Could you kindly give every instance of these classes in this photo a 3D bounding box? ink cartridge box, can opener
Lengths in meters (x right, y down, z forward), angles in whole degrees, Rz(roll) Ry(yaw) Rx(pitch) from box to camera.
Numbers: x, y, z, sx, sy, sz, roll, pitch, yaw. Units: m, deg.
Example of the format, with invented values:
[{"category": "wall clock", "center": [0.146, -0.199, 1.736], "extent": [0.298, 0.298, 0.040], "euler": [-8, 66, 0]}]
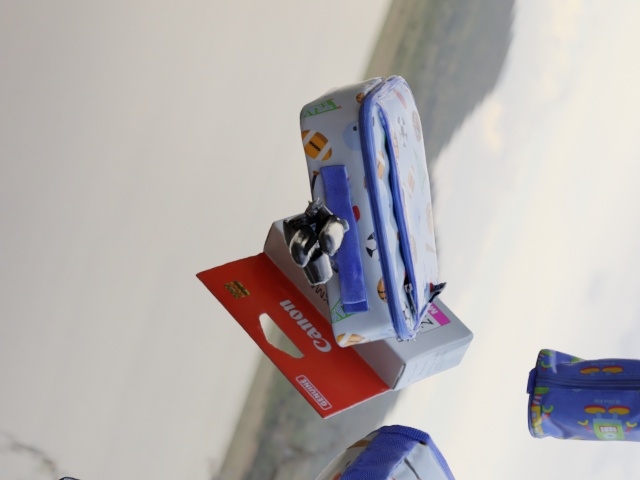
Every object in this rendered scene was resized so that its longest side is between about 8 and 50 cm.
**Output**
[{"category": "ink cartridge box", "center": [0.017, 0.080, 2.279], "extent": [0.239, 0.275, 0.060], "euler": [-18, 143, -40]}, {"category": "can opener", "center": [0.000, 0.000, 1.613], "extent": [0.059, 0.073, 0.186], "euler": [-31, -179, -1]}]

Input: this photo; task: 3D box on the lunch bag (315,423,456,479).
[{"category": "lunch bag", "center": [0.006, 0.386, 1.531], "extent": [0.328, 0.239, 0.385], "euler": [-44, 146, -60]}]

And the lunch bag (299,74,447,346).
[{"category": "lunch bag", "center": [0.060, -0.029, 2.087], "extent": [0.243, 0.115, 0.303], "euler": [-49, 130, -71]}]

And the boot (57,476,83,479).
[{"category": "boot", "center": [-0.240, 0.303, 1.585], "extent": [0.086, 0.069, 0.190], "euler": [122, -26, -50]}]

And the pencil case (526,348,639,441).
[{"category": "pencil case", "center": [0.409, 0.196, 2.288], "extent": [0.133, 0.306, 0.119], "euler": [55, 41, -53]}]
